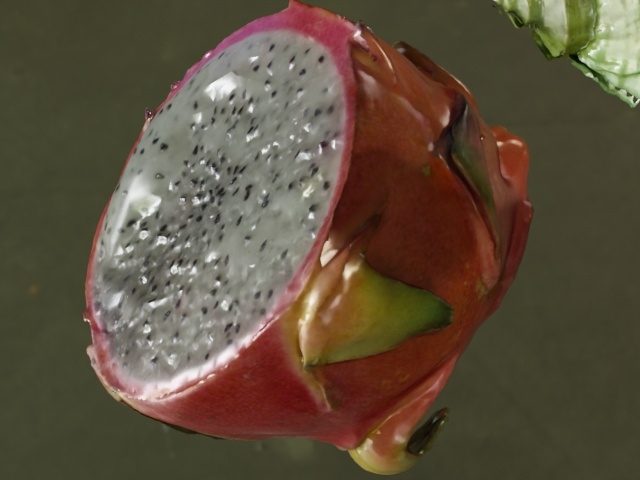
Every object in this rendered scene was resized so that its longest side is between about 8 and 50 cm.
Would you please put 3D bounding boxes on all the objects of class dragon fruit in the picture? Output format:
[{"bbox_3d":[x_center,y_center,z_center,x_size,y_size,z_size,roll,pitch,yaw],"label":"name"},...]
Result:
[{"bbox_3d":[0.000,0.000,1.120,0.290,0.189,0.290,-28,49,37],"label":"dragon fruit"}]

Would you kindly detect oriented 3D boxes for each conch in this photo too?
[{"bbox_3d":[0.125,-0.093,0.683,0.121,0.074,0.089,-6,71,-5],"label":"conch"}]
